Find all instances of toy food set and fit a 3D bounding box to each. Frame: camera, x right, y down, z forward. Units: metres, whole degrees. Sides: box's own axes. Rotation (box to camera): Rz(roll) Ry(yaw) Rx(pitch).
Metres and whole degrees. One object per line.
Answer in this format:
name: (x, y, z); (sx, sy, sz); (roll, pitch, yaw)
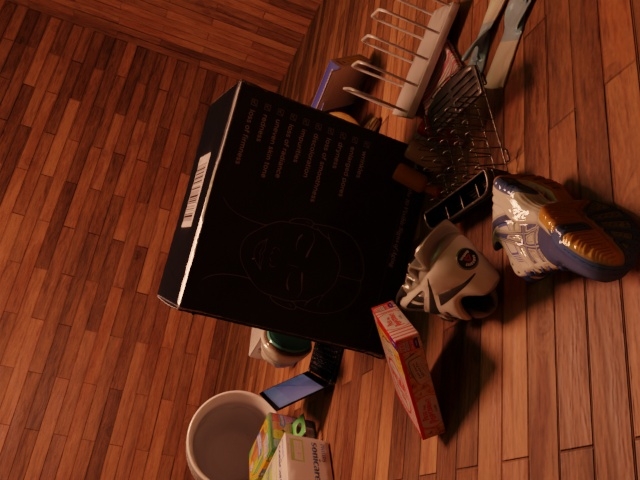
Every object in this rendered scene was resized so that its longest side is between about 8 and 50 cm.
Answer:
toy food set: (0.251, -0.212, 1.396); (0.232, 0.104, 0.111); (-60, -4, -19)

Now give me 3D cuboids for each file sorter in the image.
file sorter: (0.184, -0.459, 1.621); (0.193, 0.173, 0.278); (-106, 37, -77)

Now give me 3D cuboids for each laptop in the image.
laptop: (-0.048, 0.317, 1.788); (0.234, 0.136, 0.265); (175, 110, -74)

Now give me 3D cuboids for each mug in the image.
mug: (-0.242, 0.662, 1.961); (0.328, 0.276, 0.374); (112, 137, -61)

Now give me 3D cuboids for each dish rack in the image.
dish rack: (0.248, -0.175, 1.222); (0.208, 0.074, 0.272); (139, 124, -61)

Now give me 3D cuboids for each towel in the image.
towel: (0.273, -0.368, 1.542); (0.197, 0.029, 0.144); (-93, 25, -51)

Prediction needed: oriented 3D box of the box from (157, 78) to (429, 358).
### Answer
box: (-0.060, -0.033, 1.500); (0.297, 0.471, 0.480); (1, 75, 69)

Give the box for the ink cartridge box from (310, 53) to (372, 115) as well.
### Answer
ink cartridge box: (0.026, -0.440, 2.151); (0.307, 0.072, 0.304); (-29, -30, -56)

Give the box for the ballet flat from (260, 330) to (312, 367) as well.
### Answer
ballet flat: (-0.093, 0.269, 1.800); (0.400, 0.139, 0.139); (-60, -9, -75)

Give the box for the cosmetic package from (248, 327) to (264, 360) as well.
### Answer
cosmetic package: (-0.125, 0.268, 2.089); (0.184, 0.151, 0.151); (-89, 22, -45)

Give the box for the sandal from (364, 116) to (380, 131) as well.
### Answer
sandal: (0.127, -0.279, 1.961); (0.180, 0.049, 0.072); (-54, 26, 16)

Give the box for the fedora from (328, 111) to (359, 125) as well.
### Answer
fedora: (0.068, -0.313, 2.060); (0.079, 0.194, 0.194); (-36, -20, -48)

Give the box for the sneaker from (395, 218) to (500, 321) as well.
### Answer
sneaker: (0.217, 0.087, 1.114); (0.122, 0.146, 0.330); (-49, -13, -9)

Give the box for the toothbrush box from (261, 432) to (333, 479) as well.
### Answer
toothbrush box: (-0.074, 0.638, 1.581); (0.206, 0.122, 0.283); (-100, 31, -58)

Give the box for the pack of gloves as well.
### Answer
pack of gloves: (0.341, -0.419, 1.320); (0.195, 0.046, 0.232); (-131, 58, -74)

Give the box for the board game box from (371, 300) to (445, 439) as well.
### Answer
board game box: (0.151, 0.219, 1.148); (0.147, 0.045, 0.194); (-124, 15, -71)

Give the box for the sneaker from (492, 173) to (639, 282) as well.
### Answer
sneaker: (0.319, 0.006, 0.894); (0.296, 0.111, 0.131); (-110, 21, -68)

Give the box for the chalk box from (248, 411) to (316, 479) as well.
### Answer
chalk box: (-0.091, 0.540, 1.719); (0.132, 0.132, 0.213); (-102, 31, -59)
